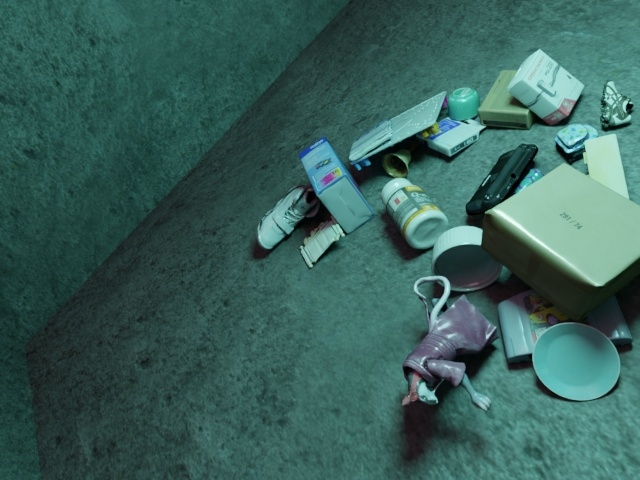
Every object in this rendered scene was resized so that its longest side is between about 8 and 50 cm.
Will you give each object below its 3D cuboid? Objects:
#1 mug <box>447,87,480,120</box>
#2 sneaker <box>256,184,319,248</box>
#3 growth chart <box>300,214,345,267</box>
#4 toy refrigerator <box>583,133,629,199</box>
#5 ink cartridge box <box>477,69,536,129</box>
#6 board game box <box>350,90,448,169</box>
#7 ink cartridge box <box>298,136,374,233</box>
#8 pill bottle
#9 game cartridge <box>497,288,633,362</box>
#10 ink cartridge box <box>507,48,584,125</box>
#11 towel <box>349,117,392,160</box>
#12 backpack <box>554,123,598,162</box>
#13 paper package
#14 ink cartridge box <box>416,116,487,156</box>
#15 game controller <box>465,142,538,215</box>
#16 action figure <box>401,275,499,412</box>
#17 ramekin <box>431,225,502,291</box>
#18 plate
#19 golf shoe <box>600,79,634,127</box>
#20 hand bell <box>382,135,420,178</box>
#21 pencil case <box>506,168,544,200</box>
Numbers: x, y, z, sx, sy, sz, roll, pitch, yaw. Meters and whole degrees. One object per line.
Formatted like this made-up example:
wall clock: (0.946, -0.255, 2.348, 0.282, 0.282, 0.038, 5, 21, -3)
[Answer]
mug: (0.595, -0.585, 1.907, 0.130, 0.097, 0.157, -19, 38, 4)
sneaker: (-0.138, -0.115, 2.041, 0.365, 0.137, 0.210, -53, 20, -18)
growth chart: (0.000, 0.000, 1.906, 0.237, 0.021, 0.172, -46, 38, 24)
toy refrigerator: (0.850, -0.181, 1.352, 0.094, 0.102, 0.269, -10, 50, 34)
ink cartridge box: (0.754, -0.549, 1.759, 0.193, 0.088, 0.234, 19, 68, 40)
board game box: (0.346, -0.470, 1.943, 0.390, 0.050, 0.390, -22, 23, 34)
ink cartridge box: (0.057, -0.257, 1.943, 0.151, 0.270, 0.395, -34, 40, 8)
pill bottle: (0.334, -0.107, 1.665, 0.162, 0.162, 0.278, -36, 40, 9)
game cartridge: (0.635, 0.210, 1.218, 0.294, 0.060, 0.196, -19, 41, 26)
ink cartridge box: (0.803, -0.545, 1.621, 0.158, 0.218, 0.092, -56, 5, -16)
towel: (0.219, -0.435, 1.946, 0.209, 0.034, 0.285, -30, 18, 20)
backpack: (0.851, -0.333, 1.502, 0.114, 0.084, 0.105, -26, 44, 15)
paper package: (0.651, -0.009, 1.186, 0.310, 0.168, 0.325, -31, 53, -16)
ink cartridge box: (0.540, -0.438, 1.869, 0.208, 0.045, 0.206, -31, 38, -12)
game controller: (0.617, -0.208, 1.551, 0.319, 0.067, 0.166, -49, 4, -21)
action figure: (0.322, 0.291, 1.218, 0.370, 0.275, 0.248, -37, 12, -38)
ramekin: (0.446, 0.051, 1.405, 0.207, 0.207, 0.109, -20, 35, 25)
plate: (0.626, 0.296, 1.119, 0.188, 0.024, 0.188, -4, 83, 29)
golf shoe: (0.991, -0.458, 1.519, 0.094, 0.077, 0.198, 2, 63, 28)
hand bell: (0.381, -0.388, 1.950, 0.126, 0.126, 0.242, 11, 50, 45)
pencil case: (0.676, -0.168, 1.513, 0.152, 0.064, 0.070, -44, 22, -3)
